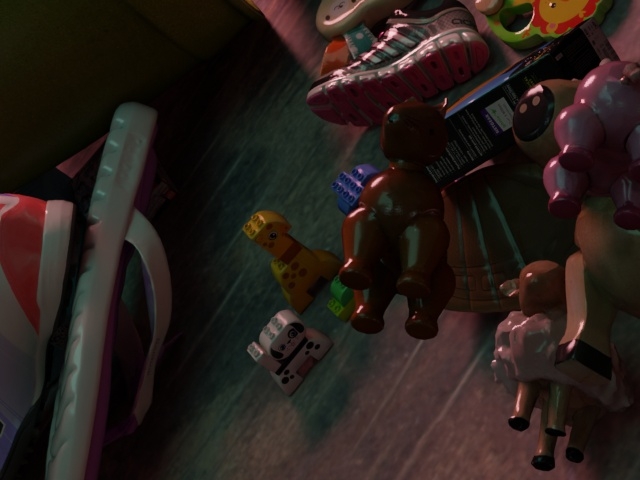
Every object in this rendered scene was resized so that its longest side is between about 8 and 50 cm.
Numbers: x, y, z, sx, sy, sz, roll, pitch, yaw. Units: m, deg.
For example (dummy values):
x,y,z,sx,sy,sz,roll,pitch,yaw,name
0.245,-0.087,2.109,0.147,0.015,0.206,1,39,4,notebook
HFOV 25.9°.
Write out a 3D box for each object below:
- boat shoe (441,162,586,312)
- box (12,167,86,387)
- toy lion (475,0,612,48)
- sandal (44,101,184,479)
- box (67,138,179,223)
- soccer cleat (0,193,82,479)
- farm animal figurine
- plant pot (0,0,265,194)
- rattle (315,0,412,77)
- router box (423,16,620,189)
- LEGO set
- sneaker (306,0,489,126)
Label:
x,y,z,sx,sy,sz,roll,pitch,yaw,name
0.185,-0.013,0.962,0.285,0.089,0.104,-18,77,39,boat shoe
-0.286,0.031,1.409,0.100,0.060,0.244,-40,40,17,box
0.186,-0.192,1.128,0.100,0.034,0.096,-39,48,18,toy lion
-0.167,0.058,1.225,0.169,0.102,0.416,117,161,-62,sandal
-0.202,-0.053,1.414,0.094,0.027,0.137,-47,39,10,box
-0.293,0.095,1.231,0.108,0.116,0.318,-98,23,-56,soccer cleat
0.192,-0.020,0.765,0.330,0.327,0.172,-12,48,36,farm animal figurine
-0.306,-0.219,1.364,0.353,0.366,0.366,-46,39,7,plant pot
0.024,-0.246,1.248,0.130,0.142,0.199,18,66,26,rattle
0.139,-0.099,1.012,0.133,0.046,0.179,-31,3,25,router box
0.000,0.000,1.118,0.227,0.093,0.087,-51,38,3,LEGO set
0.065,-0.156,1.196,0.170,0.063,0.074,-22,48,26,sneaker
